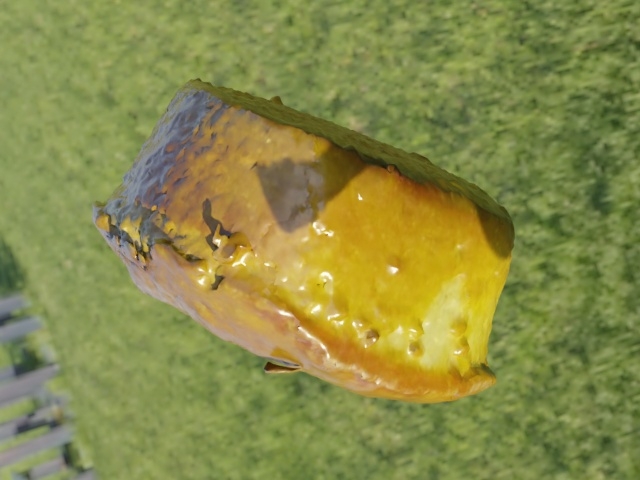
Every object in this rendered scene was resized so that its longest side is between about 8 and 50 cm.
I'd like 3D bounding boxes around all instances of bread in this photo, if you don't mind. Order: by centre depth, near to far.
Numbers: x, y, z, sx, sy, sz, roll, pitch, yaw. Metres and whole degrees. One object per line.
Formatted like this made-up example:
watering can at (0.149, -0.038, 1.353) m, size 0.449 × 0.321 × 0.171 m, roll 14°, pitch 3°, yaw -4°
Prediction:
bread at (0.002, 0.001, 1.181) m, size 0.337 × 0.358 × 0.204 m, roll 37°, pitch 103°, yaw 53°
